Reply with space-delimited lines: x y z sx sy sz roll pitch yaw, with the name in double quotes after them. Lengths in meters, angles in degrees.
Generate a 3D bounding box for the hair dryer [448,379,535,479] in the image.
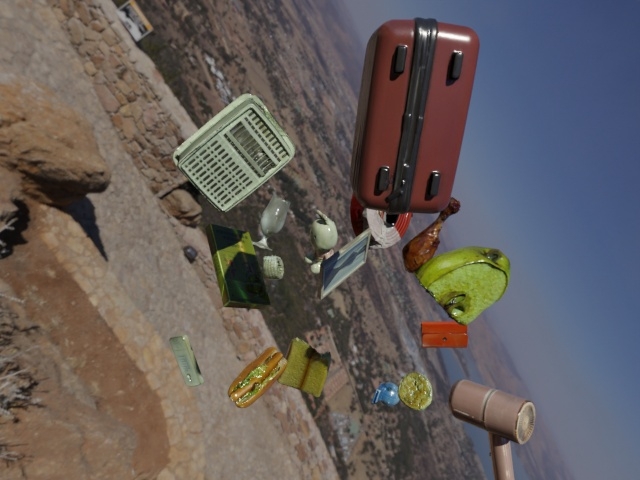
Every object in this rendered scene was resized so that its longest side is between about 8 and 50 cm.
0.443 0.534 1.127 0.107 0.189 0.344 -23 108 -39 "hair dryer"

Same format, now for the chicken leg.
0.372 -0.024 1.495 0.093 0.304 0.113 34 -4 -25 "chicken leg"

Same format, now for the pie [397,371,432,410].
0.212 0.335 0.979 0.021 0.084 0.084 33 35 -49 "pie"

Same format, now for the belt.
0.235 -0.117 1.681 0.227 0.115 0.323 13 80 -29 "belt"

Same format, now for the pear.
0.447 0.101 1.373 0.238 0.255 0.164 41 16 -25 "pear"

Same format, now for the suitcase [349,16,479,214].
0.144 -0.204 0.748 0.236 0.161 0.297 -89 -176 -71 "suitcase"

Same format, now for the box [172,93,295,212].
-0.229 -0.233 1.194 0.220 0.290 0.166 51 3 -26 "box"

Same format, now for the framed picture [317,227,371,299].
0.069 0.066 1.247 0.015 0.203 0.150 36 -37 27 "framed picture"

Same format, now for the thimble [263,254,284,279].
-0.186 0.106 1.745 0.084 0.062 0.110 -74 159 -52 "thimble"

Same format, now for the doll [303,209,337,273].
0.011 0.001 1.773 0.155 0.113 0.275 51 -41 46 "doll"

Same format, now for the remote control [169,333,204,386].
-0.577 0.515 1.895 0.038 0.098 0.233 -28 103 -58 "remote control"

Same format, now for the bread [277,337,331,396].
-0.050 0.567 2.185 0.233 0.361 0.245 20 36 2 "bread"

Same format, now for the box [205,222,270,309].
-0.284 0.088 1.507 0.173 0.043 0.311 14 45 -45 "box"

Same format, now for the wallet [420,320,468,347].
0.559 0.427 1.995 0.045 0.205 0.142 -73 159 -63 "wallet"

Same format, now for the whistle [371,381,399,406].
0.243 0.556 1.579 0.090 0.090 0.158 68 15 11 "whistle"

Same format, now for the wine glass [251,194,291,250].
-0.201 -0.072 1.790 0.103 0.103 0.222 29 83 -64 "wine glass"

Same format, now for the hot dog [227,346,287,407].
-0.259 0.576 1.855 0.135 0.100 0.337 56 39 -1 "hot dog"
